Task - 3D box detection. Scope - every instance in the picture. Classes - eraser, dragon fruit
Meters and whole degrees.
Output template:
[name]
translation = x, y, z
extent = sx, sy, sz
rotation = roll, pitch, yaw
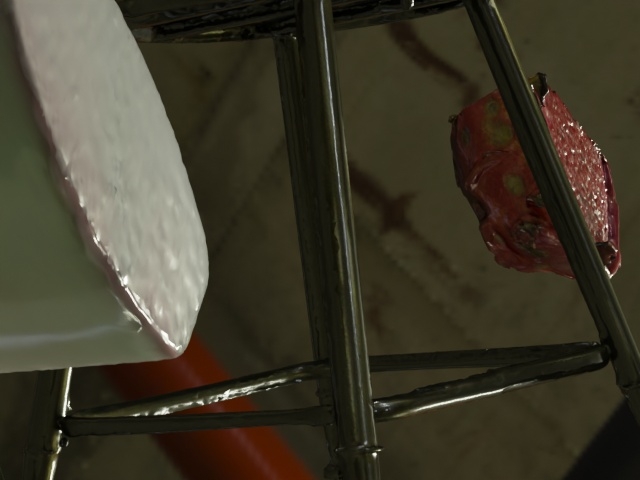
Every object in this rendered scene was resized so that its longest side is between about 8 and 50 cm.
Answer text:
[eraser]
translation = -0.195, -0.021, 0.699
extent = 0.270, 0.094, 0.174
rotation = -5, -48, 20
[dragon fruit]
translation = 0.190, -0.031, 1.706
extent = 0.126, 0.274, 0.161
rotation = -20, -112, 16

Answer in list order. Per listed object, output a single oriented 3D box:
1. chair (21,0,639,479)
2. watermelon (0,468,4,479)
[chair]
translation = 0.000, 0.000, 1.356
extent = 0.365, 0.362, 0.410
rotation = -6, -89, 43
[watermelon]
translation = -0.237, 0.089, 0.410
extent = 0.363, 0.363, 0.363
rotation = 3, -85, 40
